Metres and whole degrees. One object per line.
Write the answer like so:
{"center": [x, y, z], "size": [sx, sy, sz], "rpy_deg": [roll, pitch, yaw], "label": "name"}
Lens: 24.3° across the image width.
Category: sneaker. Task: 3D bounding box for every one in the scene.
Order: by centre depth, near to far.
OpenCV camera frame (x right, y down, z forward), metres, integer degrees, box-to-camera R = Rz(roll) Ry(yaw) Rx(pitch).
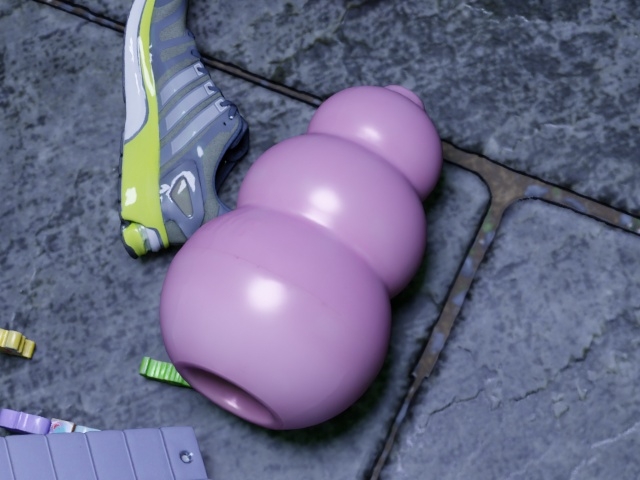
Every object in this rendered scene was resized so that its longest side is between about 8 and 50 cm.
{"center": [-0.130, -0.128, 1.447], "size": [0.121, 0.111, 0.300], "rpy_deg": [0, 77, -2], "label": "sneaker"}

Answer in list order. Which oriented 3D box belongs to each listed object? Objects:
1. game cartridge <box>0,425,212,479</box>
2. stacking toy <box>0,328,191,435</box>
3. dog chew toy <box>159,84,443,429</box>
{"center": [-0.160, 0.319, 1.198], "size": [0.068, 0.230, 0.355], "rpy_deg": [-44, 55, 39], "label": "game cartridge"}
{"center": [-0.237, 0.178, 1.378], "size": [0.221, 0.052, 0.167], "rpy_deg": [10, 74, 11], "label": "stacking toy"}
{"center": [0.000, 0.000, 1.330], "size": [0.207, 0.206, 0.332], "rpy_deg": [25, 70, 15], "label": "dog chew toy"}
